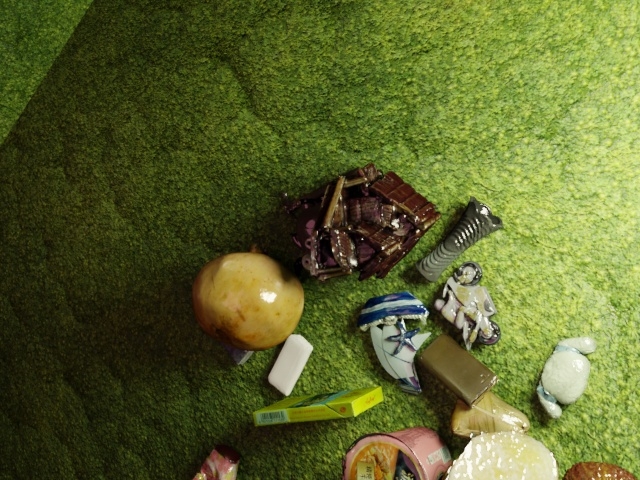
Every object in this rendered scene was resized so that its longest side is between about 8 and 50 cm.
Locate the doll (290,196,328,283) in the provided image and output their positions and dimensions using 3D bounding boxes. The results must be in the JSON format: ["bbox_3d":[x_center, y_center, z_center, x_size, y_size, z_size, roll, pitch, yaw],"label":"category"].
[{"bbox_3d":[0.000,-0.001,1.738,0.182,0.117,0.257,-5,80,16],"label":"doll"}]

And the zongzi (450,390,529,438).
[{"bbox_3d":[0.430,0.407,1.476,0.195,0.099,0.197,3,68,22],"label":"zongzi"}]

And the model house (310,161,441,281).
[{"bbox_3d":[0.153,-0.052,1.552,0.283,0.317,0.297,-1,103,31],"label":"model house"}]

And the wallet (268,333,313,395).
[{"bbox_3d":[-0.095,0.383,1.820,0.095,0.033,0.190,30,103,28],"label":"wallet"}]

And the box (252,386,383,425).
[{"bbox_3d":[-0.007,0.476,1.670,0.335,0.187,0.047,-15,82,30],"label":"box"}]

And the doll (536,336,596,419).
[{"bbox_3d":[0.583,0.321,1.390,0.104,0.071,0.214,24,96,29],"label":"doll"}]

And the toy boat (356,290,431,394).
[{"bbox_3d":[0.231,0.270,1.615,0.210,0.070,0.291,-43,70,27],"label":"toy boat"}]

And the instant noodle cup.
[{"bbox_3d":[0.215,0.585,1.488,0.244,0.255,0.243,-3,84,32],"label":"instant noodle cup"}]

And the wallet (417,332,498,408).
[{"bbox_3d":[0.351,0.330,1.500,0.110,0.031,0.198,-41,44,-8],"label":"wallet"}]

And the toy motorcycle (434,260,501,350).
[{"bbox_3d":[0.375,0.174,1.526,0.152,0.073,0.225,-22,72,27],"label":"toy motorcycle"}]

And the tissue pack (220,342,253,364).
[{"bbox_3d":[-0.275,0.315,1.923,0.156,0.051,0.112,46,107,25],"label":"tissue pack"}]

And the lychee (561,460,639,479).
[{"bbox_3d":[0.629,0.585,1.287,0.195,0.194,0.194,-2,86,31],"label":"lychee"}]

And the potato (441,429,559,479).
[{"bbox_3d":[0.391,0.610,1.373,0.289,0.301,0.237,36,148,7],"label":"potato"}]

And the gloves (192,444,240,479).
[{"bbox_3d":[-0.346,0.800,1.896,0.145,0.126,0.241,25,97,5],"label":"gloves"}]

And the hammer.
[{"bbox_3d":[0.006,-0.153,1.798,0.297,0.027,0.125,-25,74,27],"label":"hammer"}]

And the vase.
[{"bbox_3d":[0.358,0.008,1.536,0.237,0.115,0.115,-50,64,24],"label":"vase"}]

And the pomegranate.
[{"bbox_3d":[-0.213,0.164,1.758,0.338,0.338,0.338,-2,86,31],"label":"pomegranate"}]
